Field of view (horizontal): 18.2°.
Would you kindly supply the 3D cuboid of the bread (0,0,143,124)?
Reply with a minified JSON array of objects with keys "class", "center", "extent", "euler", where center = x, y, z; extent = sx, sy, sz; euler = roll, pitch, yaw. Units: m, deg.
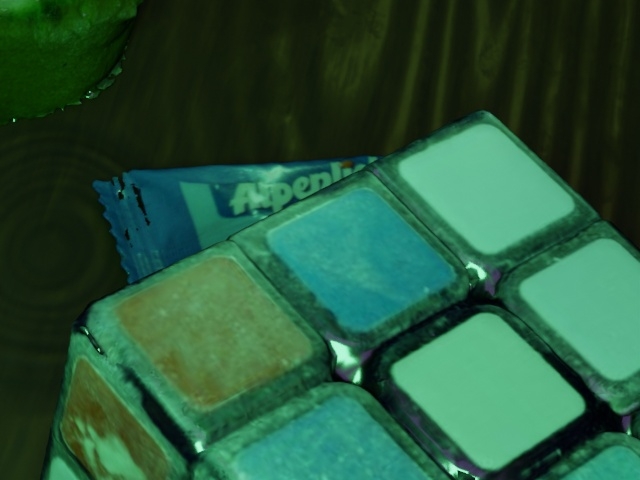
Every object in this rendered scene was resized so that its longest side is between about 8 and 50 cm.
[{"class":"bread","center":[-0.325,-0.226,1.635],"extent":[0.366,0.129,0.382],"euler":[13,49,-4]}]

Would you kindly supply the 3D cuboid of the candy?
[{"class":"candy","center":[0.000,0.000,1.567],"extent":[0.331,0.077,0.187],"euler":[-3,44,-18]}]

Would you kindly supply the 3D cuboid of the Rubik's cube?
[{"class":"Rubik's cube","center":[0.059,0.191,1.226],"extent":[0.363,0.358,0.362],"euler":[-25,58,-30]}]
